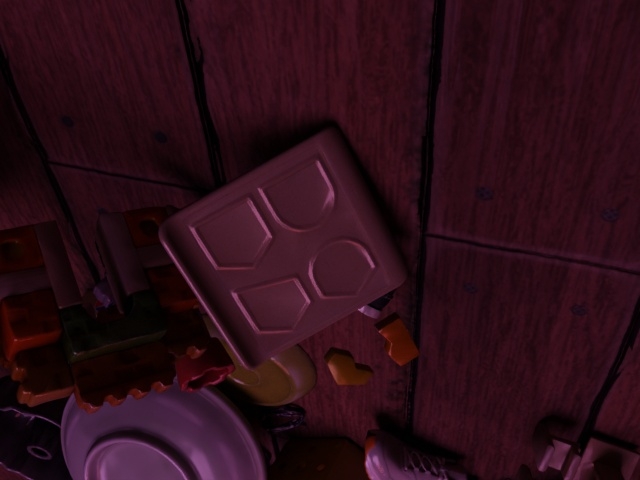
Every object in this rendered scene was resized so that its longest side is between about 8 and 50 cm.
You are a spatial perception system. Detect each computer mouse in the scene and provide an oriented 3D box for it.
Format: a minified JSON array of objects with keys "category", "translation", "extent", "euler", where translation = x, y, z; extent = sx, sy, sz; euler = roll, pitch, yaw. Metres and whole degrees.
[{"category":"computer mouse","translation":[-0.148,0.307,1.330],"extent":[0.242,0.041,0.071],"euler":[4,118,2]}]

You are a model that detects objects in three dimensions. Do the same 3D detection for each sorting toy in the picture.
[{"category":"sorting toy","translation":[-0.015,0.049,0.855],"extent":[0.229,0.041,0.307],"euler":[-31,113,-4]}]

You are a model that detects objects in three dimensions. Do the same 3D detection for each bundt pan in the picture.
[{"category":"bundt pan","translation":[-0.550,0.383,1.510],"extent":[0.330,0.124,0.331],"euler":[9,137,9]}]

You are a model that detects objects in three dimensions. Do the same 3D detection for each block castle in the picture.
[{"category":"block castle","translation":[-0.289,0.138,0.905],"extent":[0.213,0.453,0.303],"euler":[64,144,21]}]

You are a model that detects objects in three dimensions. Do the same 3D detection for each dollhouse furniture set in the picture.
[{"category":"dollhouse furniture set","translation":[0.397,0.405,1.118],"extent":[0.212,0.161,0.242],"euler":[19,103,5]}]

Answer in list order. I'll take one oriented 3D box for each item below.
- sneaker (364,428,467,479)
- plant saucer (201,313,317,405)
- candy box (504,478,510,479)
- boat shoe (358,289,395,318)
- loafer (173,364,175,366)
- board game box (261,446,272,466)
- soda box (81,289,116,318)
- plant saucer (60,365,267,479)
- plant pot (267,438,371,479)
[{"category":"sneaker","translation":[0.178,0.389,1.251],"extent":[0.121,0.099,0.262],"euler":[-22,131,32]},{"category":"plant saucer","translation":[-0.125,0.211,1.228],"extent":[0.240,0.037,0.241],"euler":[13,139,12]},{"category":"candy box","translation":[0.367,0.521,1.314],"extent":[0.196,0.070,0.165],"euler":[28,140,-5]},{"category":"boat shoe","translation":[0.000,0.000,0.917],"extent":[0.233,0.084,0.079],"euler":[36,102,-5]},{"category":"loafer","translation":[-0.278,0.208,1.283],"extent":[0.148,0.056,0.050],"euler":[29,147,-7]},{"category":"board game box","translation":[-0.278,0.359,1.464],"extent":[0.208,0.056,0.347],"euler":[-18,126,34]},{"category":"soda box","translation":[-0.314,0.120,1.199],"extent":[0.181,0.058,0.061],"euler":[-3,135,28]},{"category":"plant saucer","translation":[-0.294,0.406,1.280],"extent":[0.400,0.100,0.401],"euler":[5,112,13]},{"category":"plant pot","translation":[0.003,0.484,1.356],"extent":[0.212,0.212,0.187],"euler":[-10,116,35]}]
